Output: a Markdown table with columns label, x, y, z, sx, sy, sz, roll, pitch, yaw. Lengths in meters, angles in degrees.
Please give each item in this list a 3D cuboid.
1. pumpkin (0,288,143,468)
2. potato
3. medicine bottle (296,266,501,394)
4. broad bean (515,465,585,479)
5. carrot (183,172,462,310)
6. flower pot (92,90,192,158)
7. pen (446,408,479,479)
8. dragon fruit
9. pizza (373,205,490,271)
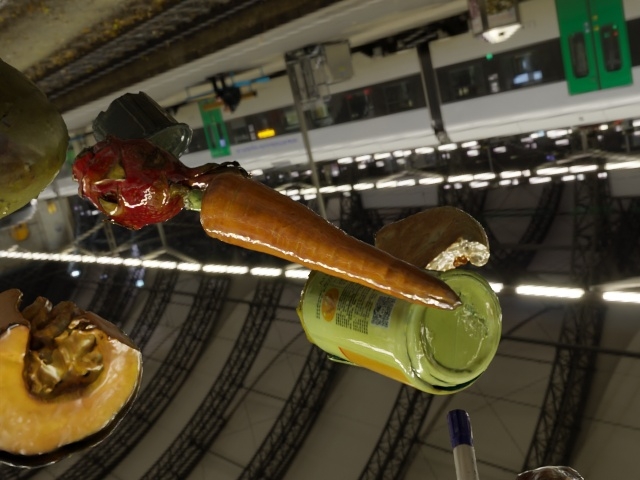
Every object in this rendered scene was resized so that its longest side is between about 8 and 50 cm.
| label | x | y | z | sx | sy | sz | roll | pitch | yaw |
| --- | --- | --- | --- | --- | --- | --- | --- | --- | --- |
| pumpkin | -0.468 | 0.221 | 1.088 | 0.303 | 0.256 | 0.225 | 27 | -178 | -33 |
| potato | -0.446 | -0.097 | 0.768 | 0.173 | 0.210 | 0.307 | 4 | -137 | 45 |
| medicine bottle | 0.068 | 0.081 | 0.698 | 0.124 | 0.124 | 0.239 | -18 | -171 | -26 |
| broad bean | 0.252 | 0.300 | 0.666 | 0.085 | 0.114 | 0.165 | -25 | -171 | 8 |
| carrot | 0.000 | 0.000 | 0.557 | 0.257 | 0.061 | 0.061 | 20 | -159 | 15 |
| flower pot | -0.313 | -0.178 | 1.126 | 0.157 | 0.107 | 0.157 | -40 | 170 | -9 |
| pen | 0.192 | 0.331 | 0.842 | 0.033 | 0.033 | 0.269 | -11 | -145 | 11 |
| dragon fruit | -0.216 | -0.084 | 0.921 | 0.246 | 0.125 | 0.125 | -6 | -140 | -10 |
| pizza | 0.139 | 0.011 | 0.891 | 0.134 | 0.056 | 0.271 | -59 | -161 | -19 |
